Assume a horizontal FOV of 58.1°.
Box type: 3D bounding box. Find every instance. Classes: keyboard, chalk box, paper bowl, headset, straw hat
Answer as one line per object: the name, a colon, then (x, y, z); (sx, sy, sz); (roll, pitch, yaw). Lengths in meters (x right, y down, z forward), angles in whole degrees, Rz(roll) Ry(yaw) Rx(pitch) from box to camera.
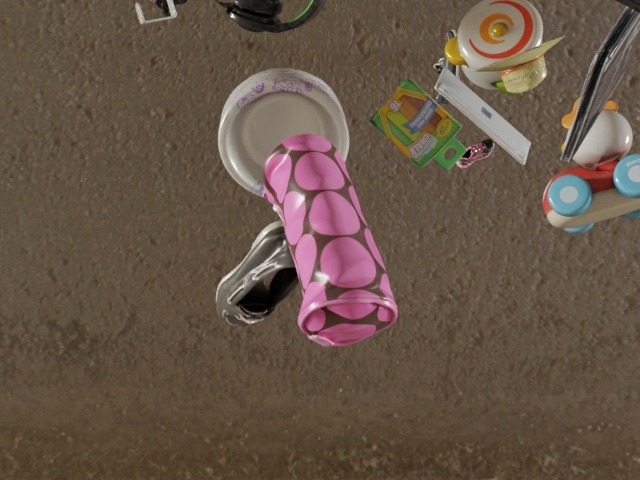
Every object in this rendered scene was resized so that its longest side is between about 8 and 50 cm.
keyboard: (0.341, -0.258, 1.199); (0.256, 0.072, 0.014); (36, 140, -14)
chalk box: (0.240, -0.256, 1.338); (0.213, 0.132, 0.132); (43, 108, 2)
paper bowl: (-0.083, -0.245, 1.297); (0.284, 0.148, 0.284); (-2, 126, -3)
headset: (-0.175, -0.575, 1.277); (0.394, 0.185, 0.243); (-2, 114, 23)
straw hat: (0.328, -0.273, 0.931); (0.144, 0.144, 0.061); (-19, 102, 13)

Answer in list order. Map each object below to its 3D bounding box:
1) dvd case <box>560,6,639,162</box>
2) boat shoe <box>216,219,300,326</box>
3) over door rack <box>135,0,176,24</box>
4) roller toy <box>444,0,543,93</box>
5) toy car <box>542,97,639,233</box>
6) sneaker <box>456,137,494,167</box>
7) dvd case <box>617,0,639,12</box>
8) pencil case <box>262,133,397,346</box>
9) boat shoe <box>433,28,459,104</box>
dvd case: (0.343, -0.208, 0.675); (0.018, 0.164, 0.221); (31, 170, 21)
boat shoe: (-0.116, 0.094, 1.081); (0.112, 0.095, 0.335); (5, 142, -28)
over door rack: (-0.184, -0.474, 0.780); (0.108, 0.239, 0.324); (-8, 102, -29)
roller toy: (0.423, -0.472, 1.370); (0.209, 0.146, 0.191); (30, 91, 20)
toy car: (0.512, -0.157, 1.093); (0.210, 0.238, 0.219); (-18, 163, 24)
sneaker: (0.436, -0.251, 1.616); (0.119, 0.047, 0.057); (-34, 154, 2)
dvd case: (0.301, -0.311, 0.452); (0.022, 0.180, 0.253); (26, 116, -38)
pencil case: (0.000, 0.000, 0.554); (0.098, 0.209, 0.095); (-33, 138, 20)
boat shoe: (0.335, -0.462, 1.535); (0.065, 0.075, 0.206); (-1, 83, 8)
